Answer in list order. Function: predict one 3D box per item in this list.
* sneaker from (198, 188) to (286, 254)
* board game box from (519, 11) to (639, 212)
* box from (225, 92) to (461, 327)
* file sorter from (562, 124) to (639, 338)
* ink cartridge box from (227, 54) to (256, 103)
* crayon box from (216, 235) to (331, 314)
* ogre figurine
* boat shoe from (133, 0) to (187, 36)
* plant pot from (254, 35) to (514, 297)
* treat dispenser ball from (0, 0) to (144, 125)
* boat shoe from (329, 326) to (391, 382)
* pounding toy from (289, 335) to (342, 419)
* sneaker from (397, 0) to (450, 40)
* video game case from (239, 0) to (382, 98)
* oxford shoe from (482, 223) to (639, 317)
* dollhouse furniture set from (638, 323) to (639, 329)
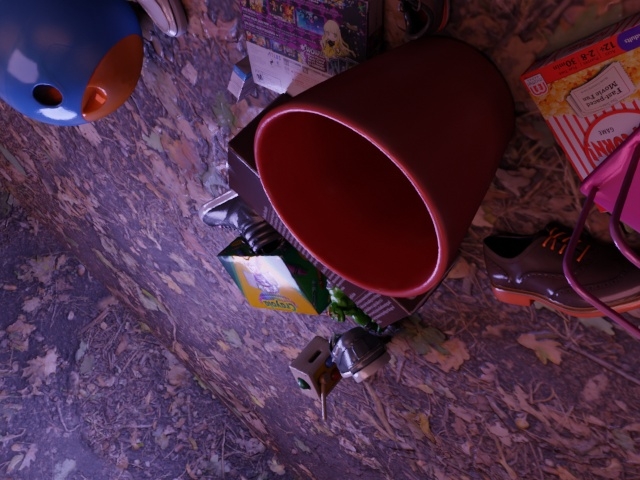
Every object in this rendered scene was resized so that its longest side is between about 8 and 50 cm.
[{"bbox_3d":[-0.160,-0.030,1.295,0.295,0.104,0.147,-20,91,54],"label":"sneaker"},{"bbox_3d":[0.326,-0.129,0.656,0.194,0.045,0.146,52,150,-14],"label":"board game box"},{"bbox_3d":[0.025,-0.039,1.022,0.381,0.143,0.191,41,164,3],"label":"box"},{"bbox_3d":[0.375,-0.036,0.506,0.202,0.182,0.291,36,138,4],"label":"file sorter"},{"bbox_3d":[-0.127,-0.272,1.041,0.028,0.048,0.083,44,150,2],"label":"ink cartridge box"},{"bbox_3d":[-0.101,0.074,1.409,0.278,0.081,0.165,-2,126,52],"label":"crayon box"},{"bbox_3d":[0.076,0.126,1.247,0.118,0.097,0.197,18,175,20],"label":"ogre figurine"},{"bbox_3d":[-0.316,-0.438,1.043,0.083,0.076,0.226,-1,127,52],"label":"boat shoe"},{"bbox_3d":[0.097,-0.110,0.767,0.274,0.243,0.275,32,149,22],"label":"plant pot"},{"bbox_3d":[-0.468,-0.354,1.122,0.288,0.288,0.288,31,148,23],"label":"treat dispenser ball"},{"bbox_3d":[0.073,0.223,1.305,0.099,0.116,0.319,54,174,3],"label":"boat shoe"},{"bbox_3d":[0.000,0.346,1.561,0.100,0.141,0.130,16,139,40],"label":"pounding toy"},{"bbox_3d":[0.113,-0.297,0.694,0.061,0.065,0.158,21,143,35],"label":"sneaker"},{"bbox_3d":[-0.016,-0.285,0.892,0.232,0.042,0.210,29,148,26],"label":"video game case"},{"bbox_3d":[0.325,0.034,0.816,0.271,0.097,0.098,-4,119,53],"label":"oxford shoe"},{"bbox_3d":[0.546,0.150,0.688,0.262,0.135,0.259,-15,105,57],"label":"dollhouse furniture set"}]
